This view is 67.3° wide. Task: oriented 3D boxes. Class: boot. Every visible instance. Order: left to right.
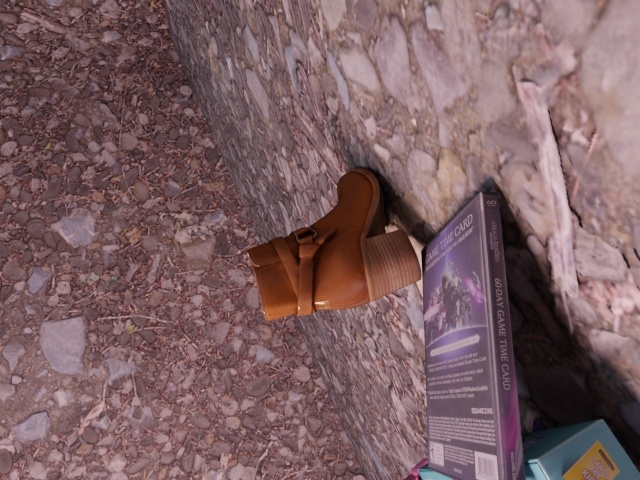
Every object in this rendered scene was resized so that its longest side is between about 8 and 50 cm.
[{"bbox_3d":[0.000,0.000,0.723,0.283,0.220,0.109,-109,4,-46],"label":"boot"}]

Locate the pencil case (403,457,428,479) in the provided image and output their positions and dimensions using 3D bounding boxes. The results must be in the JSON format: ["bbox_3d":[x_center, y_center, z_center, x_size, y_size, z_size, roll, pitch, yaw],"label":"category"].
[{"bbox_3d":[0.267,0.562,0.801,0.160,0.167,0.386,-58,47,29],"label":"pencil case"}]

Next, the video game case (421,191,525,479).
[{"bbox_3d":[0.152,0.111,0.523,0.196,0.026,0.274,108,166,-70],"label":"video game case"}]

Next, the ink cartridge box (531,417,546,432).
[{"bbox_3d":[0.307,0.358,0.555,0.224,0.045,0.223,49,157,52],"label":"ink cartridge box"}]

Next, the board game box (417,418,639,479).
[{"bbox_3d":[0.244,0.340,0.498,0.254,0.079,0.336,62,162,21],"label":"board game box"}]
